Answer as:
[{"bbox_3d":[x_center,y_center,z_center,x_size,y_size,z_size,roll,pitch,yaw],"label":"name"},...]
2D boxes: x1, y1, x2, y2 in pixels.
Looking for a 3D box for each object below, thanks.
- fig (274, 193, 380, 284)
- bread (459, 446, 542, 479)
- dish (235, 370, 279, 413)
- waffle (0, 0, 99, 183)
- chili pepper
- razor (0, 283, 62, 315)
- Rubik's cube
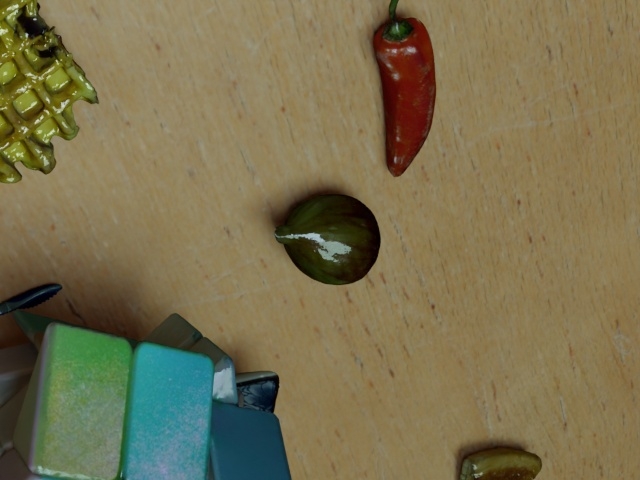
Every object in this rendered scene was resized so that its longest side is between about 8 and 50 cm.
[{"bbox_3d":[0.000,0.000,1.759,0.155,0.103,0.109,-4,101,-44],"label":"fig"},{"bbox_3d":[0.246,0.351,2.226,0.154,0.054,0.136,-48,137,-5],"label":"bread"},{"bbox_3d":[-0.159,0.256,1.844,0.182,0.080,0.243,-9,126,-31],"label":"dish"},{"bbox_3d":[-0.336,-0.171,1.421,0.283,0.065,0.309,4,122,-35],"label":"waffle"},{"bbox_3d":[0.098,-0.180,1.729,0.272,0.071,0.063,83,24,-44],"label":"chili pepper"},{"bbox_3d":[-0.348,0.087,1.622,0.154,0.044,0.028,-36,109,-12],"label":"razor"},{"bbox_3d":[-0.222,0.252,1.538,0.368,0.358,0.387,-43,117,-11],"label":"Rubik's cube"}]
